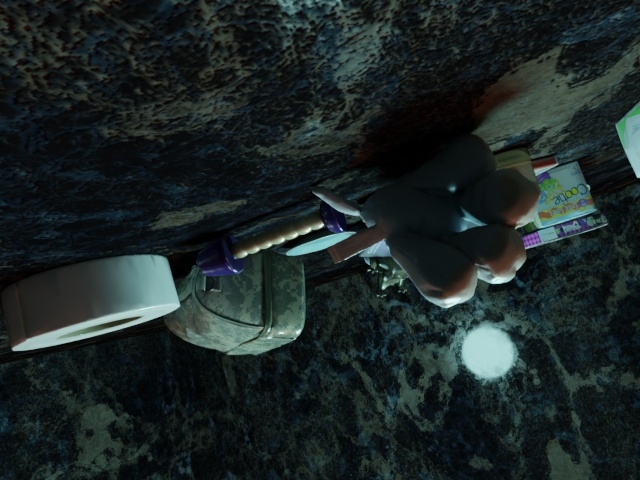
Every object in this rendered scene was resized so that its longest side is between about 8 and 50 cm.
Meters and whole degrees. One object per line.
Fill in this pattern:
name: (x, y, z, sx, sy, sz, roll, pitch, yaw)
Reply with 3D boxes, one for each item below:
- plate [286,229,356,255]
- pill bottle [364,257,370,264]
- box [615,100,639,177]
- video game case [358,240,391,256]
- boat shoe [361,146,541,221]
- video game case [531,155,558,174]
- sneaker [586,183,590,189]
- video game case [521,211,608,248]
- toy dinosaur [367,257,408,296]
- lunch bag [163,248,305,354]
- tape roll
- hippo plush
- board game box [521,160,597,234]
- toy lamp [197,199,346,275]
plate: (0.000, 0.000, 1.168, 0.188, 0.024, 0.188, -17, 171, -3)
pill bottle: (0.221, 0.043, 1.689, 0.078, 0.078, 0.137, -13, 170, -24)
box: (0.657, -0.214, 0.735, 0.231, 0.127, 0.262, -19, 172, 15)
video game case: (0.251, -0.017, 1.138, 0.274, 0.026, 0.196, 1, 147, -17)
boat shoe: (0.248, -0.074, 0.885, 0.341, 0.110, 0.121, -18, 171, 9)
video game case: (0.379, -0.128, 1.084, 0.285, 0.025, 0.204, -14, 171, -18)
sneaker: (0.872, -0.142, 1.587, 0.322, 0.130, 0.236, -9, 174, -16)
video game case: (0.686, -0.016, 1.371, 0.210, 0.042, 0.232, -16, 172, -7)
toy dinosaur: (0.190, 0.056, 1.325, 0.120, 0.160, 0.314, -2, -148, -8)
lunch bag: (-0.206, 0.141, 1.052, 0.256, 0.213, 0.305, 8, 156, -30)
tape roll: (-0.414, 0.114, 0.843, 0.286, 0.100, 0.286, -16, 172, -2)
hippo plush: (0.183, 0.008, 0.719, 0.294, 0.234, 0.236, -21, 154, 12)
board game box: (0.663, -0.113, 1.332, 0.144, 0.142, 0.275, -18, 172, 12)
toy lamp: (-0.091, -0.001, 0.803, 0.274, 0.080, 0.080, -19, 171, 18)
